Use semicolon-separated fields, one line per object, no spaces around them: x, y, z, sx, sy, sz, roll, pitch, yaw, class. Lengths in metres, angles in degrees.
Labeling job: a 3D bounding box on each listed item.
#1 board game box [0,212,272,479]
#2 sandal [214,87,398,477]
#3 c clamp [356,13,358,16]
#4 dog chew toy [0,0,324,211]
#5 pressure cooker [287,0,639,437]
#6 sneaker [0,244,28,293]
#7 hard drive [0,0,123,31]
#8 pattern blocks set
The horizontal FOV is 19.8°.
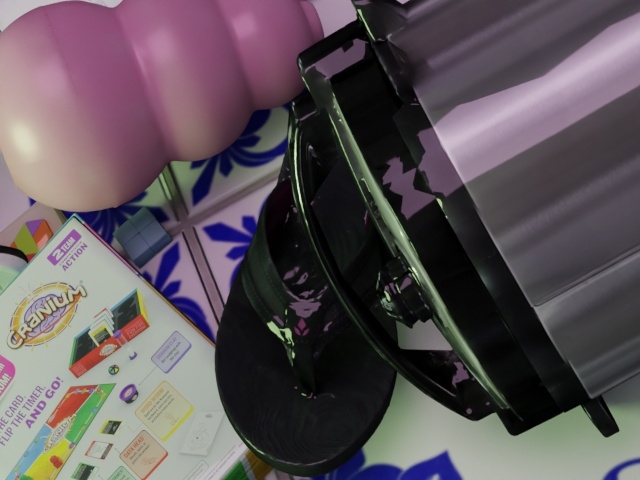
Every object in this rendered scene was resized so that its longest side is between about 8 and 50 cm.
-0.204;0.159;1.730;0.242;0.064;0.316;-47;62;-4;board game box
-0.002;-0.001;1.672;0.167;0.107;0.446;2;58;14;sandal
0.078;-0.274;1.867;0.137;0.022;0.161;0;64;18;c clamp
-0.157;-0.158;1.784;0.332;0.206;0.207;-21;57;-6;dog chew toy
0.190;-0.064;1.498;0.420;0.375;0.370;-30;61;6;pressure cooker
-0.383;-0.008;1.868;0.217;0.079;0.121;-5;61;26;sneaker
-0.164;-0.267;1.908;0.318;0.040;0.210;-41;82;1;hard drive
-0.317;0.049;1.874;0.285;0.026;0.325;38;84;33;pattern blocks set
